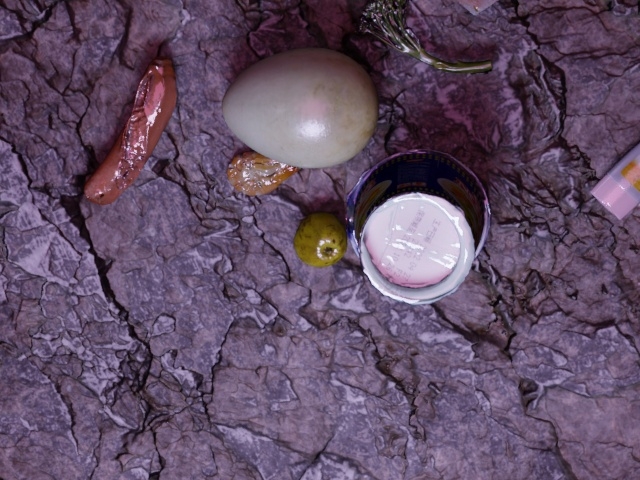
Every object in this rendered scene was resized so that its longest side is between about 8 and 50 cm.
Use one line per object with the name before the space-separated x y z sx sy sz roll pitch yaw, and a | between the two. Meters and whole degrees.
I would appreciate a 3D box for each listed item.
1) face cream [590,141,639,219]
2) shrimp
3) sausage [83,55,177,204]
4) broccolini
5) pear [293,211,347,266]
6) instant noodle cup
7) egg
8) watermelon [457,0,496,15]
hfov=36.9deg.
face cream | 0.600 -0.134 1.785 0.084 0.057 0.198 42 102 -2
shrimp | -0.094 -0.141 1.870 0.184 0.043 0.091 -15 107 15
sausage | -0.358 -0.204 1.863 0.087 0.079 0.326 28 104 -15
broccolini | 0.203 -0.390 1.774 0.272 0.062 0.123 25 118 6
pear | 0.000 0.000 1.840 0.107 0.131 0.107 -2 109 -7
instant noodle cup | 0.172 -0.014 1.725 0.284 0.312 0.284 1 101 6
egg | -0.039 -0.243 1.752 0.296 0.218 0.218 7 102 15
watermelon | 0.251 -0.516 1.687 0.213 0.261 0.201 41 130 -6
